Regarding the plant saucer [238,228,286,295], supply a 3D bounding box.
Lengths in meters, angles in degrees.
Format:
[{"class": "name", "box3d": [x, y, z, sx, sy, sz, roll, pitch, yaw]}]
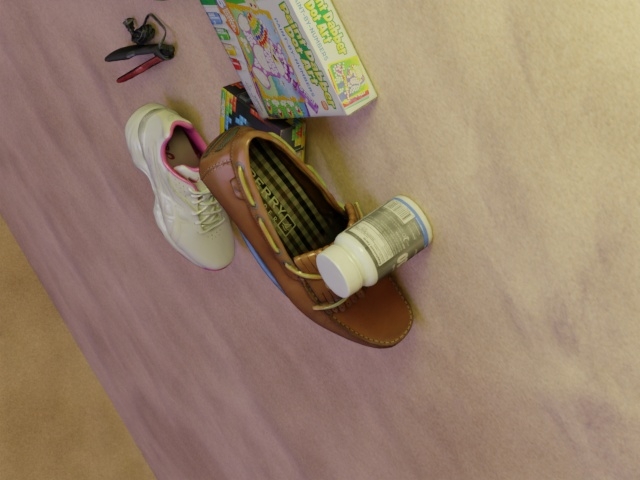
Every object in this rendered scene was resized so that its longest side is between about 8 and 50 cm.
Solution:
[{"class": "plant saucer", "box3d": [-0.049, -0.003, 2.090, 0.317, 0.043, 0.318, 44, 155, 26]}]

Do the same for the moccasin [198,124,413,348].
[{"class": "moccasin", "box3d": [0.002, -0.002, 1.829, 0.380, 0.139, 0.147, 55, 154, -19]}]

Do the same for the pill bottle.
[{"class": "pill bottle", "box3d": [0.067, 0.009, 1.731, 0.078, 0.137, 0.078, 45, 156, 26]}]

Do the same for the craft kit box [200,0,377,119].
[{"class": "craft kit box", "box3d": [-0.058, -0.271, 1.714, 0.246, 0.061, 0.250, 3, 124, 61]}]

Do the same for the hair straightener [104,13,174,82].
[{"class": "hair straightener", "box3d": [-0.289, -0.305, 2.155, 0.089, 0.047, 0.230, 60, 158, -12]}]

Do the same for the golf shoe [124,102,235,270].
[{"class": "golf shoe", "box3d": [-0.211, -0.077, 2.236, 0.140, 0.115, 0.306, 11, 133, 56]}]

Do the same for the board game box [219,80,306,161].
[{"class": "board game box", "box3d": [-0.085, -0.118, 1.932, 0.141, 0.048, 0.170, 38, 137, 39]}]
